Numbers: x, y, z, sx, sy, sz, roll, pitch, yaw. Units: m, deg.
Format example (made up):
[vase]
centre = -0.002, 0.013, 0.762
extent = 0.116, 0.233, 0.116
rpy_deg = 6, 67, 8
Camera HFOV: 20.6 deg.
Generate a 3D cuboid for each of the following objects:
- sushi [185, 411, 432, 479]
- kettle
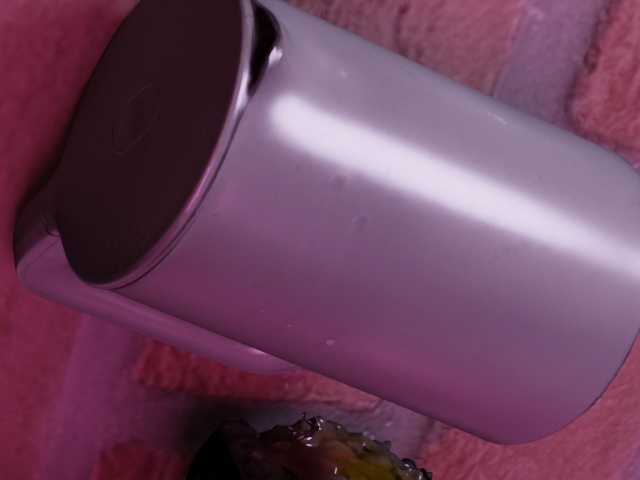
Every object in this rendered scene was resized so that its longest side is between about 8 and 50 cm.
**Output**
[sushi]
centre = -0.013, 0.255, 1.223
extent = 0.225, 0.238, 0.219
rpy_deg = 17, 121, -13
[kettle]
centre = 0.006, -0.015, 1.083
extent = 0.318, 0.265, 0.205
rpy_deg = 21, 82, -32
